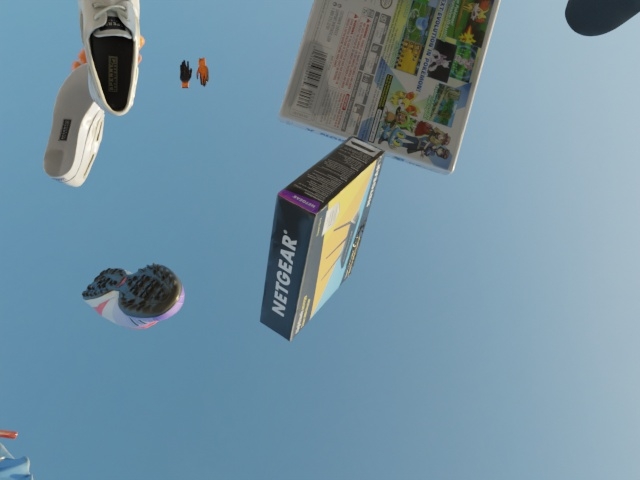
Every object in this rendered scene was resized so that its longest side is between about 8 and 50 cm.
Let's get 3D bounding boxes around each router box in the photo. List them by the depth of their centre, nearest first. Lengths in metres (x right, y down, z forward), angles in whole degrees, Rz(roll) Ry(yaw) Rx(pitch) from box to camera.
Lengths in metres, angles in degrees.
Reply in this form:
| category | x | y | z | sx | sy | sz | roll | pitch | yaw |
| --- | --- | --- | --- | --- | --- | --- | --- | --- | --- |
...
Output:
| category | x | y | z | sx | sy | sz | roll | pitch | yaw |
| --- | --- | --- | --- | --- | --- | --- | --- | --- | --- |
| router box | 0.000 | 0.000 | 0.540 | 0.046 | 0.179 | 0.133 | 29 | -135 | 18 |

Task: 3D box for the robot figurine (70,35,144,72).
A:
| category | x | y | z | sx | sy | sz | roll | pitch | yaw |
| --- | --- | --- | --- | --- | --- | --- | --- | --- | --- |
| robot figurine | -0.557 | -0.464 | 1.368 | 0.158 | 0.128 | 0.219 | 38 | -89 | -1 |

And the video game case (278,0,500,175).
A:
| category | x | y | z | sx | sy | sz | roll | pitch | yaw |
| --- | --- | --- | --- | --- | --- | --- | --- | --- | --- |
| video game case | 0.119 | -0.307 | 0.869 | 0.299 | 0.036 | 0.329 | 17 | -95 | -5 |

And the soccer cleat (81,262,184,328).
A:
| category | x | y | z | sx | sy | sz | roll | pitch | yaw |
| --- | --- | --- | --- | --- | --- | --- | --- | --- | --- |
| soccer cleat | -0.332 | 0.117 | 0.987 | 0.116 | 0.318 | 0.109 | 54 | -127 | -29 |

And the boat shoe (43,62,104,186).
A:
| category | x | y | z | sx | sy | sz | roll | pitch | yaw |
| --- | --- | --- | --- | --- | --- | --- | --- | --- | --- |
| boat shoe | -0.497 | -0.238 | 1.090 | 0.095 | 0.084 | 0.258 | 14 | -101 | 10 |

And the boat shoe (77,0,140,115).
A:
| category | x | y | z | sx | sy | sz | roll | pitch | yaw |
| --- | --- | --- | --- | --- | --- | --- | --- | --- | --- |
| boat shoe | -0.322 | -0.325 | 0.800 | 0.096 | 0.268 | 0.088 | -2 | -157 | -29 |

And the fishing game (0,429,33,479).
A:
| category | x | y | z | sx | sy | sz | roll | pitch | yaw |
| --- | --- | --- | --- | --- | --- | --- | --- | --- | --- |
| fishing game | -0.359 | 0.198 | 0.477 | 0.189 | 0.264 | 0.041 | 19 | -99 | -25 |

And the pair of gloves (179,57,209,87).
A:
| category | x | y | z | sx | sy | sz | roll | pitch | yaw |
| --- | --- | --- | --- | --- | --- | --- | --- | --- | --- |
| pair of gloves | -0.334 | -0.441 | 1.389 | 0.083 | 0.010 | 0.074 | -2 | -85 | 13 |

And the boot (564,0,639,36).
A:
| category | x | y | z | sx | sy | sz | roll | pitch | yaw |
| --- | --- | --- | --- | --- | --- | --- | --- | --- | --- |
| boot | 0.459 | -0.388 | 0.658 | 0.112 | 0.305 | 0.115 | 39 | -122 | -22 |
